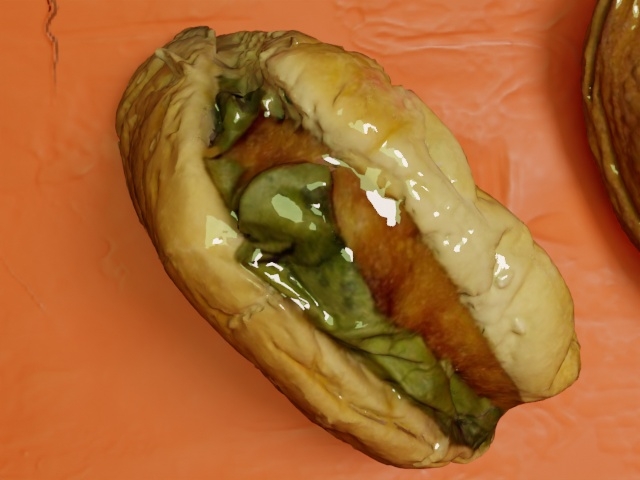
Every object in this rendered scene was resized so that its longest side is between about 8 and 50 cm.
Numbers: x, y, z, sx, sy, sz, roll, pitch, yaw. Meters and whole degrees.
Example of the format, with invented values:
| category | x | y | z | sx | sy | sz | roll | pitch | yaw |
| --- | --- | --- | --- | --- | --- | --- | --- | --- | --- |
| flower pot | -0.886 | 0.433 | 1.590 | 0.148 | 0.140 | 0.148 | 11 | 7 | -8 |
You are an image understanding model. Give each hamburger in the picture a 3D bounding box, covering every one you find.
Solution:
| category | x | y | z | sx | sy | sz | roll | pitch | yaw |
| --- | --- | --- | --- | --- | --- | --- | --- | --- | --- |
| hamburger | 0.002 | -0.002 | 0.552 | 0.162 | 0.209 | 0.330 | -42 | 88 | -4 |

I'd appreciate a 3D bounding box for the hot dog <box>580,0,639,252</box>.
| category | x | y | z | sx | sy | sz | roll | pitch | yaw |
| --- | --- | --- | --- | --- | --- | --- | --- | --- | --- |
| hot dog | 0.270 | -0.077 | 0.611 | 0.196 | 0.122 | 0.272 | -27 | 85 | -5 |
